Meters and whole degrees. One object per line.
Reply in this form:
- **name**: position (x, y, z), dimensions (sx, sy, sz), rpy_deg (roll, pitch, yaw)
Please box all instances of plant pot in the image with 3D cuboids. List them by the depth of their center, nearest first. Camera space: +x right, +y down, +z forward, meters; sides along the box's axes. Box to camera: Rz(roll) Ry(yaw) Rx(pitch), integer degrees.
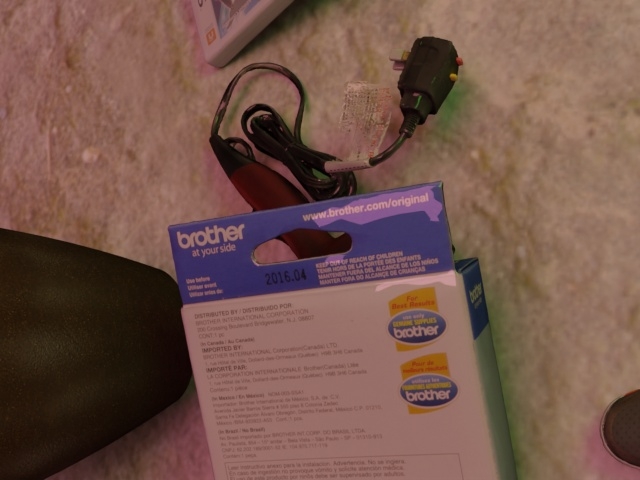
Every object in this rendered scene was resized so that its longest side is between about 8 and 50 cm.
- **plant pot**: position (-0.213, 0.080, 0.620), dimensions (0.215, 0.230, 0.215), rpy_deg (7, 99, 50)

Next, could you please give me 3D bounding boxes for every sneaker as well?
- **sneaker**: position (0.237, 0.105, 0.502), dimensions (0.158, 0.065, 0.061), rpy_deg (-5, 75, 24)

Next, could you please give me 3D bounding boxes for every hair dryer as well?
- **hair dryer**: position (0.000, 0.000, 0.655), dimensions (0.223, 0.080, 0.293), rpy_deg (-2, 71, 42)

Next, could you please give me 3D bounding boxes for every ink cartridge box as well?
- **ink cartridge box**: position (0.022, 0.127, 0.548), dimensions (0.185, 0.065, 0.311), rpy_deg (-9, 97, 23)

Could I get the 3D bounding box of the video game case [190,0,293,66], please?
- **video game case**: position (-0.049, -0.270, 0.716), dimensions (0.201, 0.023, 0.183), rpy_deg (-33, 64, 39)
